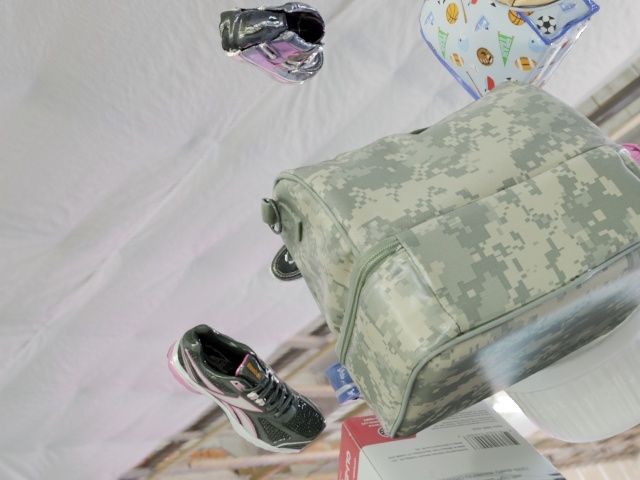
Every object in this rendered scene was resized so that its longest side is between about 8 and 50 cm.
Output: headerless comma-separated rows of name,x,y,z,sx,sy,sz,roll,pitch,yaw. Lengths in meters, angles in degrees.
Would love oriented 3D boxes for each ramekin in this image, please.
ramekin,0.300,0.132,0.853,0.207,0.109,0.207,-34,7,5

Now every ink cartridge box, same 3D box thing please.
ink cartridge box,0.155,0.294,0.797,0.197,0.273,0.114,-2,-72,-19

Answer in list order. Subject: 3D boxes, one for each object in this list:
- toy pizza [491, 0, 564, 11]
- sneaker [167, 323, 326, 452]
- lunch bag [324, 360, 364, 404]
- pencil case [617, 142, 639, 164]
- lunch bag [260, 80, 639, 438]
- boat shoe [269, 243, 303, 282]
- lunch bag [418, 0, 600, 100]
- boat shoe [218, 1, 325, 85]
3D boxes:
toy pizza,0.310,-0.439,1.103,0.201,0.201,0.032,-37,-8,21
sneaker,-0.072,0.147,0.757,0.178,0.072,0.077,30,-35,-3
lunch bag,0.064,0.201,1.113,0.098,0.065,0.067,-16,-17,-25
pencil case,0.460,-0.041,1.107,0.098,0.095,0.209,-27,-67,20
lunch bag,0.130,-0.007,0.695,0.305,0.256,0.212,-23,-29,-19
boat shoe,0.000,0.000,0.806,0.125,0.046,0.038,-31,-11,-15
lunch bag,0.431,-0.556,1.865,0.239,0.385,0.328,-36,-16,-27
boat shoe,-0.040,-0.380,1.476,0.158,0.127,0.340,0,5,28
